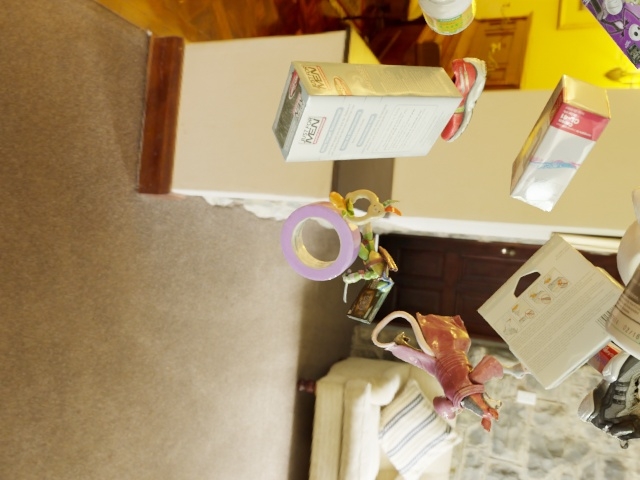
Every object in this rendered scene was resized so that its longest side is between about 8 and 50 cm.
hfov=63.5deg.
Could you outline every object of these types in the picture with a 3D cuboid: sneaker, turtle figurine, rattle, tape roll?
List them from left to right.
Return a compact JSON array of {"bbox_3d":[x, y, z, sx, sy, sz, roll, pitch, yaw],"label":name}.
[{"bbox_3d":[0.000,0.000,1.844,0.090,0.275,0.274,-29,122,-66],"label":"tape roll"},{"bbox_3d":[0.151,0.082,1.937,0.274,0.198,0.266,135,-64,-76],"label":"turtle figurine"},{"bbox_3d":[0.152,-0.125,1.673,0.130,0.200,0.142,-62,146,-28],"label":"rattle"},{"bbox_3d":[0.382,-0.406,1.486,0.279,0.119,0.107,98,3,-53],"label":"sneaker"},{"bbox_3d":[0.751,0.376,1.244,0.101,0.153,0.268,-6,125,-37],"label":"sneaker"}]

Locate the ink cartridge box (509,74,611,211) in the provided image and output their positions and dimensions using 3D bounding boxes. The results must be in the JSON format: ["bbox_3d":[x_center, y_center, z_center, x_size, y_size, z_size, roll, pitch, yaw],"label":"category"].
[{"bbox_3d":[0.657,-0.270,1.441,0.226,0.131,0.306,-60,171,-50],"label":"ink cartridge box"}]

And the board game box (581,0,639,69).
[{"bbox_3d":[0.637,-0.496,0.968,0.208,0.056,0.347,55,-4,13],"label":"board game box"}]

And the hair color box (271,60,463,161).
[{"bbox_3d":[0.101,-0.280,1.137,0.113,0.375,0.185,67,-30,29],"label":"hair color box"}]

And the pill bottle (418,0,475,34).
[{"bbox_3d":[0.306,-0.595,1.250,0.246,0.137,0.136,-25,117,-71],"label":"pill bottle"}]

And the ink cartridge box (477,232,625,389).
[{"bbox_3d":[0.540,0.162,1.187,0.060,0.238,0.275,13,123,-48],"label":"ink cartridge box"}]

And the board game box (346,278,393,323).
[{"bbox_3d":[0.188,0.222,1.967,0.026,0.126,0.186,43,71,-30],"label":"board game box"}]

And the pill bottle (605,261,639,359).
[{"bbox_3d":[0.620,0.034,0.790,0.204,0.204,0.360,-16,129,-67],"label":"pill bottle"}]

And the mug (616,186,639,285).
[{"bbox_3d":[1.037,0.010,1.571,0.328,0.276,0.373,-21,90,-49],"label":"mug"}]

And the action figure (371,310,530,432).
[{"bbox_3d":[0.349,0.325,1.348,0.276,0.370,0.248,33,103,-29],"label":"action figure"}]

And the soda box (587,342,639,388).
[{"bbox_3d":[0.855,0.344,1.574,0.083,0.092,0.263,-62,-157,14],"label":"soda box"}]
